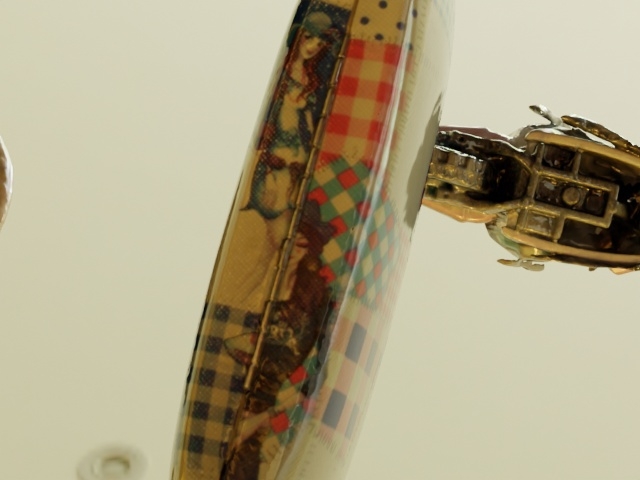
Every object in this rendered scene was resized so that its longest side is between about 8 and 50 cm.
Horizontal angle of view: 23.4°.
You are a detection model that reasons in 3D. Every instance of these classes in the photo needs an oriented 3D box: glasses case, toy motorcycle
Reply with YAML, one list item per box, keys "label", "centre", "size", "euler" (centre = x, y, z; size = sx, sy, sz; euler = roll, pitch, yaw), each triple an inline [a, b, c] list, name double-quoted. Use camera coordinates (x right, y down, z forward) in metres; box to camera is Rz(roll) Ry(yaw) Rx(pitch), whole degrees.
- label: "glasses case"
  centre: [0.000, 0.000, 0.688]
  size: [0.076, 0.125, 0.327]
  euler: [13, -100, 10]
- label: "toy motorcycle"
  centre: [0.159, -0.026, 1.064]
  size: [0.239, 0.108, 0.204]
  euler: [29, -178, 1]

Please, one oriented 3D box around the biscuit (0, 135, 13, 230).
- label: "biscuit"
  centre: [-0.433, -0.055, 1.299]
  size: [0.351, 0.057, 0.312]
  euler: [4, -135, -22]
